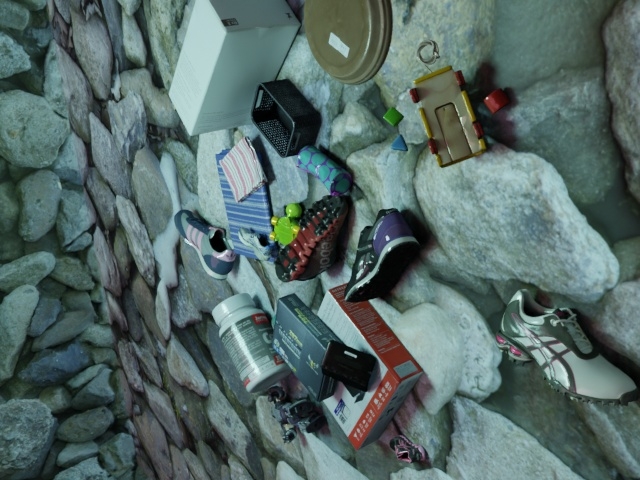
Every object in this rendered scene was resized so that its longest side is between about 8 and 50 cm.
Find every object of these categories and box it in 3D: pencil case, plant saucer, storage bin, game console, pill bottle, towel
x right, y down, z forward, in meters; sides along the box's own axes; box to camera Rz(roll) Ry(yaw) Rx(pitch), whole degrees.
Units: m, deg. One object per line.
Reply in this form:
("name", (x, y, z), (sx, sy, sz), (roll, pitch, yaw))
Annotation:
("pencil case", (0.006, -0.170, 1.629), (0.070, 0.064, 0.151), (-54, 52, 10))
("plant saucer", (0.048, -0.476, 1.453), (0.278, 0.041, 0.278), (29, 128, 45))
("storage bin", (-0.090, -0.309, 1.691), (0.180, 0.084, 0.122), (53, 142, 28))
("game console", (0.067, 0.302, 1.609), (0.122, 0.071, 0.107), (20, 97, 13))
("pill bottle", (-0.217, 0.316, 2.098), (0.283, 0.161, 0.161), (59, 145, 20))
("towel", (-0.218, -0.108, 2.026), (0.243, 0.040, 0.336), (11, 115, 51))
("towel", (-0.230, -0.201, 1.936), (0.197, 0.029, 0.144), (-29, 83, 54))

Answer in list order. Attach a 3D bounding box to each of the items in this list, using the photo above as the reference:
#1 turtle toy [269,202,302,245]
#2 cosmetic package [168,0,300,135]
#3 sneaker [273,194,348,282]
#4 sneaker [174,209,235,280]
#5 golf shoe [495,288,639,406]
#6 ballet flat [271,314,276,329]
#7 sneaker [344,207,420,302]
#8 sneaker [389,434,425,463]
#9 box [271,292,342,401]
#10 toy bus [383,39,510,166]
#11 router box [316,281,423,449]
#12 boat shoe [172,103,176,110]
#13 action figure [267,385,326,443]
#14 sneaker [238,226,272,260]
("turtle toy", (-0.081, -0.040, 1.818), (0.095, 0.066, 0.130), (23, 124, 21))
("cosmetic package", (-0.230, -0.456, 1.711), (0.156, 0.217, 0.385), (59, 143, 19))
("sneaker", (0.000, 0.000, 1.696), (0.276, 0.135, 0.098), (-55, 43, 24))
("sneaker", (-0.379, -0.018, 2.252), (0.319, 0.112, 0.131), (49, 124, 27))
("golf shoe", (0.422, 0.187, 1.160), (0.272, 0.105, 0.120), (30, 121, 45))
("ballet flat", (-0.081, 0.288, 1.980), (0.188, 0.070, 0.070), (40, 135, 44))
("sneaker", (0.129, 0.035, 1.542), (0.283, 0.107, 0.124), (-55, 45, 46))
("sneaker", (0.205, 0.525, 1.673), (0.119, 0.057, 0.047), (2, 108, 57))
("box", (-0.038, 0.278, 1.758), (0.232, 0.059, 0.183), (43, 136, 36))
("toy bus", (0.232, -0.233, 1.237), (0.190, 0.104, 0.202), (27, 98, 11))
("router box", (0.087, 0.326, 1.728), (0.301, 0.082, 0.336), (51, 141, 29))
("boat shoe", (-0.443, -0.467, 2.151), (0.170, 0.063, 0.059), (-16, 97, 58))
("action figure", (-0.099, 0.540, 2.092), (0.185, 0.099, 0.285), (63, 151, -2))
("sneaker", (-0.187, -0.003, 1.969), (0.135, 0.052, 0.058), (41, 127, 23))
